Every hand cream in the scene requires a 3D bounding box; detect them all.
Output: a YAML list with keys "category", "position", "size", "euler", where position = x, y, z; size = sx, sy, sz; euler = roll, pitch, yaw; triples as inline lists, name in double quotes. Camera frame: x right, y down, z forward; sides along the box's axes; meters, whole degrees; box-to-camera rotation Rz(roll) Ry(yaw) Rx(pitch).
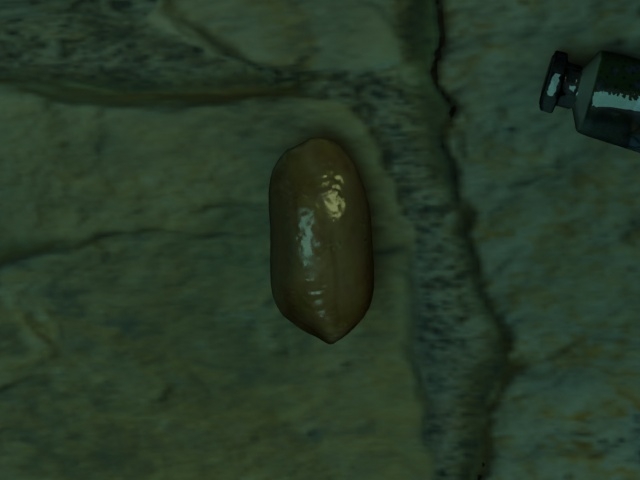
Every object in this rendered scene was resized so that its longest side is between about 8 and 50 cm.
- category: "hand cream"
  position: [0.285, -0.076, 1.297]
  size: [0.271, 0.058, 0.091]
  euler: [16, 116, 2]

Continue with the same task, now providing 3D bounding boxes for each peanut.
- category: "peanut"
  position: [0.000, 0.000, 1.379]
  size: [0.076, 0.076, 0.152]
  euler: [-1, 103, 14]
